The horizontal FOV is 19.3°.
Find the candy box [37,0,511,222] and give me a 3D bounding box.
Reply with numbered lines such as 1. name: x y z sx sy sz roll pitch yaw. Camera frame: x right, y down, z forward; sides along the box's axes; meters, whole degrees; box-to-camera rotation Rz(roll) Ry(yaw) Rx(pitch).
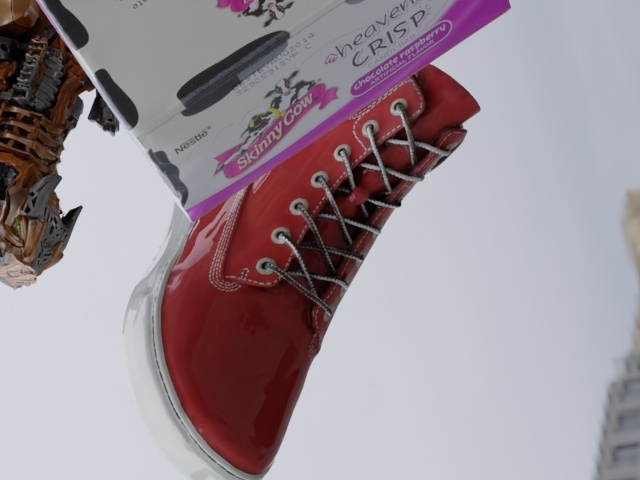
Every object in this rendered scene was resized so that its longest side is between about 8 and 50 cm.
1. candy box: -0.052 -0.142 0.782 0.233 0.159 0.071 55 176 34

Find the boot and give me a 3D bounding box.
1. boot: 0.000 0.000 0.913 0.088 0.176 0.244 43 -150 -25

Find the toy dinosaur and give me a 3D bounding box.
1. toy dinosaur: -0.226 -0.109 1.184 0.322 0.218 0.164 -90 -16 -50
